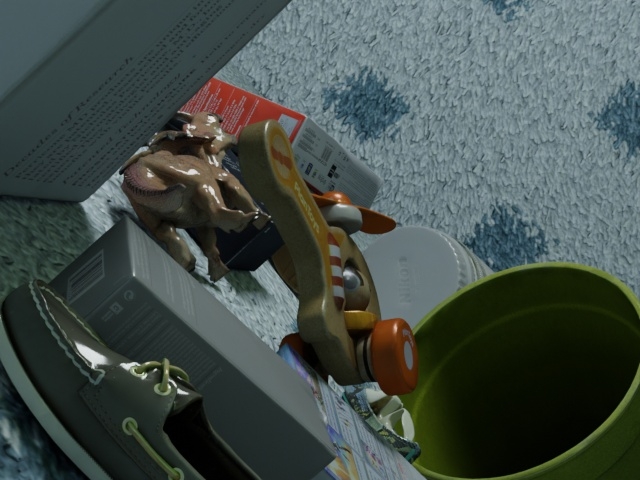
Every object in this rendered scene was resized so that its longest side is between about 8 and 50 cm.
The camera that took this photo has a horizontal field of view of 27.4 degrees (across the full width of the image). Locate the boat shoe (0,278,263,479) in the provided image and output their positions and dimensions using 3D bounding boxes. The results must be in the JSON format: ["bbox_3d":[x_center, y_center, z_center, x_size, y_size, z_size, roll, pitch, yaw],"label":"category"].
[{"bbox_3d":[-0.110,0.137,0.894,0.305,0.091,0.109,50,8,12],"label":"boat shoe"}]

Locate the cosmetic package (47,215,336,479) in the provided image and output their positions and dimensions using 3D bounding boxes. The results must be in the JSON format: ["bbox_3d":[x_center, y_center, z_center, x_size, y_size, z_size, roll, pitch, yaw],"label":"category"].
[{"bbox_3d":[-0.105,0.106,1.058,0.238,0.107,0.127,48,7,-23],"label":"cosmetic package"}]

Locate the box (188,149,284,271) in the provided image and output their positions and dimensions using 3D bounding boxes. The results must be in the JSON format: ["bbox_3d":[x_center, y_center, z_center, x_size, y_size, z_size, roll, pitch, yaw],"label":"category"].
[{"bbox_3d":[-0.126,-0.047,1.727,0.158,0.093,0.156,48,7,11],"label":"box"}]

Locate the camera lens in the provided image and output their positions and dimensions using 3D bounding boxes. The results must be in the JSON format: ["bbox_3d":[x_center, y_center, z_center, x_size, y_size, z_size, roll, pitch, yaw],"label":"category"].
[{"bbox_3d":[0.198,0.112,2.248,0.219,0.219,0.274,53,9,34],"label":"camera lens"}]

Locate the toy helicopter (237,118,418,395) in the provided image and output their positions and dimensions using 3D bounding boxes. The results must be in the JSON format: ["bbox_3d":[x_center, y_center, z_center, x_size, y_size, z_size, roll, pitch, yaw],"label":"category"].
[{"bbox_3d":[0.000,0.000,1.423,0.235,0.140,0.355,-79,152,-43],"label":"toy helicopter"}]

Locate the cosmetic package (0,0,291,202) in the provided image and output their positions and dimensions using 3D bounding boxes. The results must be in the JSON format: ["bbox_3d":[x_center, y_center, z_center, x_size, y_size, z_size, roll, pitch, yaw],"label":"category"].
[{"bbox_3d":[-0.264,-0.262,1.166,0.329,0.327,0.393,48,7,6],"label":"cosmetic package"}]

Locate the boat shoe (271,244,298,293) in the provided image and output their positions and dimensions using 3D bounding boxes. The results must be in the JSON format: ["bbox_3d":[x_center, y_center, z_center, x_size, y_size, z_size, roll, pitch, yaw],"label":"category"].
[{"bbox_3d":[-0.034,-0.005,1.995,0.302,0.109,0.098,46,7,28],"label":"boat shoe"}]

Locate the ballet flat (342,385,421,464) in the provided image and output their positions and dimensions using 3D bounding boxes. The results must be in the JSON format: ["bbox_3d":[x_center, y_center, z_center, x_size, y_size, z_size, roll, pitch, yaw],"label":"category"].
[{"bbox_3d":[0.081,0.224,1.626,0.070,0.070,0.188,43,9,-30],"label":"ballet flat"}]

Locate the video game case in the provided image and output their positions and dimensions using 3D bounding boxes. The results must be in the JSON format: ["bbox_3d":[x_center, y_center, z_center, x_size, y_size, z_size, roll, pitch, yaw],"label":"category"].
[{"bbox_3d":[0.037,0.245,1.283,0.244,0.061,0.269,47,7,-16],"label":"video game case"}]

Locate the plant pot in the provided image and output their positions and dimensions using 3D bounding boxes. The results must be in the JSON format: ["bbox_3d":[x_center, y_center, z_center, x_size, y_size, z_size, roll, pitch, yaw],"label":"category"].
[{"bbox_3d":[0.317,0.283,1.766,0.353,0.366,0.366,57,1,-33],"label":"plant pot"}]

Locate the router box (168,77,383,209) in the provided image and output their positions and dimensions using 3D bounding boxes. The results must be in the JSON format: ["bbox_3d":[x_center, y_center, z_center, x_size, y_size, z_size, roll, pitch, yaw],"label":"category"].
[{"bbox_3d":[-0.094,-0.160,2.097,0.301,0.082,0.335,25,-3,27],"label":"router box"}]

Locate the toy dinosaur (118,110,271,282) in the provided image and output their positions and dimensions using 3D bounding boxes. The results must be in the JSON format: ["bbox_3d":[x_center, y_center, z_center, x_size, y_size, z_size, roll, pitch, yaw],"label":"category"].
[{"bbox_3d":[-0.165,-0.063,1.496,0.200,0.127,0.295,49,12,9],"label":"toy dinosaur"}]
